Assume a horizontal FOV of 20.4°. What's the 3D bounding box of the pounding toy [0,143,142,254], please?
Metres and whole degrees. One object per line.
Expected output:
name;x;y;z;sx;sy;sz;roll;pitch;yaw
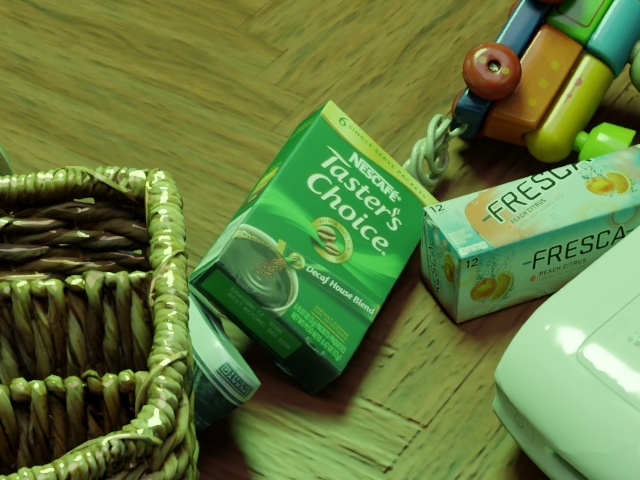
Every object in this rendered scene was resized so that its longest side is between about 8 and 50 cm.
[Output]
pounding toy;-0.239;0.030;1.051;0.269;0.154;0.155;-23;39;-2

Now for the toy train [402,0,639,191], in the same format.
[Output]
toy train;0.162;-0.080;1.290;0.143;0.105;0.248;30;76;7

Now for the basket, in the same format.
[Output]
basket;-0.214;0.089;0.917;0.299;0.223;0.213;-3;10;-1

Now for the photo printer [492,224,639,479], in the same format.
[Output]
photo printer;0.275;0.081;1.078;0.256;0.107;0.307;32;50;30

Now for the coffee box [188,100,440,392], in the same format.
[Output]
coffee box;0.000;0.000;1.176;0.113;0.040;0.184;43;45;-9

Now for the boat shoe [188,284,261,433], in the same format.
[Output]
boat shoe;-0.105;0.068;1.121;0.083;0.065;0.183;-40;29;0

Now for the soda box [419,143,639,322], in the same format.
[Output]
soda box;0.159;-0.007;1.211;0.183;0.063;0.058;-17;44;-19
